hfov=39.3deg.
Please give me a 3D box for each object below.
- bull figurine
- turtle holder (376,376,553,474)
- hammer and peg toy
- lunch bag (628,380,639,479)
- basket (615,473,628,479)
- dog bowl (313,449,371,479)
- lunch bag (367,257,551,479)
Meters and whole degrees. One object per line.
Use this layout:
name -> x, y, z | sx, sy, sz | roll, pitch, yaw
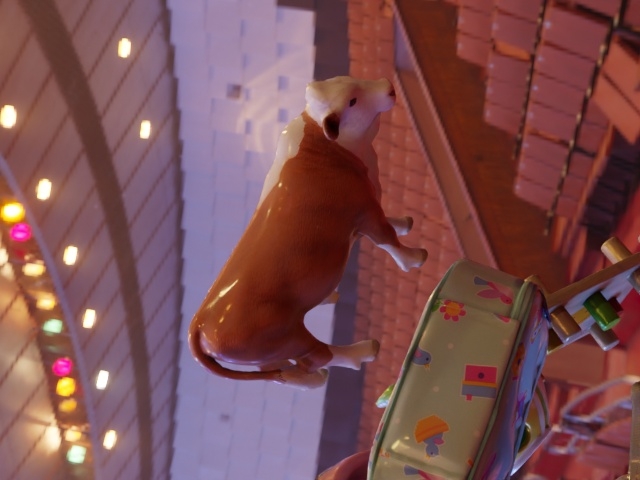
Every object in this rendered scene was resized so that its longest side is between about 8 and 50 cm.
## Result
bull figurine -> 0.000, 0.000, 0.843 | 0.310, 0.188, 0.101 | -58, 27, -4
turtle holder -> 0.251, 0.244, 1.404 | 0.243, 0.227, 0.320 | -42, -14, -23
hammer and peg toy -> 0.492, 0.118, 1.604 | 0.127, 0.361, 0.266 | 57, 155, 26
lunch bag -> 0.442, 0.175, 0.822 | 0.287, 0.235, 0.169 | -13, -75, -53
basket -> 0.595, 0.427, 1.210 | 0.328, 0.331, 0.266 | -16, 91, 61
dog bowl -> 0.120, 0.428, 1.089 | 0.150, 0.408, 0.408 | -57, -2, 22
lunch bag -> 0.152, 0.167, 0.904 | 0.279, 0.108, 0.224 | -67, -26, -15
